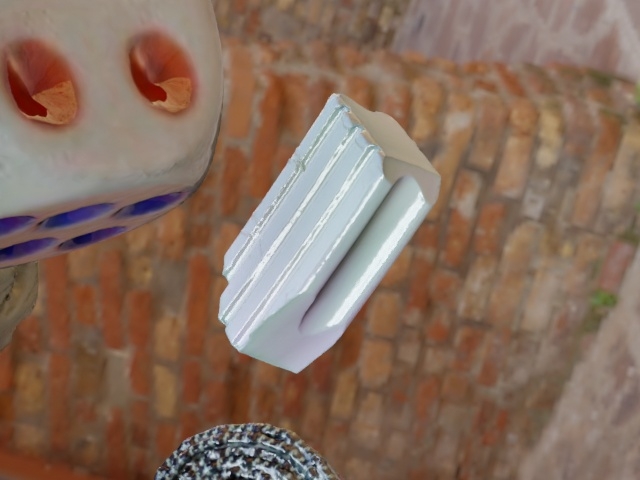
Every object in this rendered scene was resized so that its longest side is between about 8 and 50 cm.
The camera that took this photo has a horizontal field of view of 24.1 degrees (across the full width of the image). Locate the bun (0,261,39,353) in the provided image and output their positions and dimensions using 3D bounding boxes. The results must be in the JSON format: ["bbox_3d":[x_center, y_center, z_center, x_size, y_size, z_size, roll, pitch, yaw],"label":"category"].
[{"bbox_3d":[-0.434,-0.001,1.598,0.235,0.326,0.362,-28,8,13],"label":"bun"}]

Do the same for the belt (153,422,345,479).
[{"bbox_3d":[-0.034,0.322,1.463,0.207,0.295,0.160,-40,-26,-6],"label":"belt"}]

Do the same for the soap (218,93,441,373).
[{"bbox_3d":[0.000,0.000,2.021,0.347,0.115,0.208,-55,35,17],"label":"soap"}]

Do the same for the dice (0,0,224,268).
[{"bbox_3d":[-0.270,-0.148,1.269,0.304,0.277,0.304,-24,79,48],"label":"dice"}]
